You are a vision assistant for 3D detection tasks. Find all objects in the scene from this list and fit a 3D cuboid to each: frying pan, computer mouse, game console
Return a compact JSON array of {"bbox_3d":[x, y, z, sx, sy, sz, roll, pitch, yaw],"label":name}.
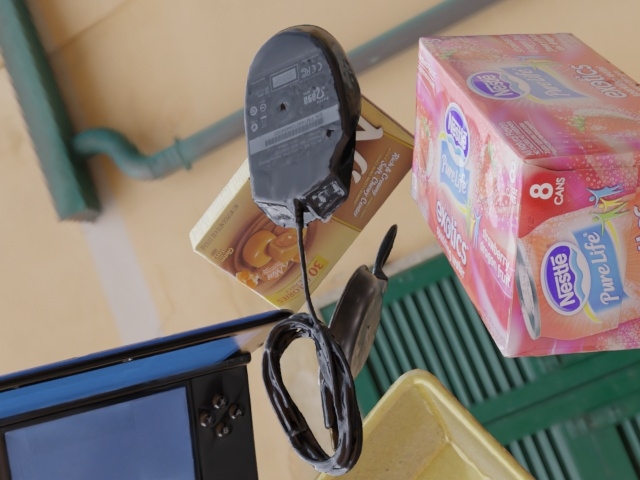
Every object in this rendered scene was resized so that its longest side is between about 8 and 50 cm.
[{"bbox_3d":[0.068,0.114,1.758,0.326,0.053,0.197,-40,-35,-63],"label":"frying pan"},{"bbox_3d":[0.000,0.000,0.602,0.041,0.071,0.242,17,-115,-51],"label":"computer mouse"},{"bbox_3d":[-0.170,0.179,0.970,0.173,0.293,0.250,-150,52,-61],"label":"game console"}]

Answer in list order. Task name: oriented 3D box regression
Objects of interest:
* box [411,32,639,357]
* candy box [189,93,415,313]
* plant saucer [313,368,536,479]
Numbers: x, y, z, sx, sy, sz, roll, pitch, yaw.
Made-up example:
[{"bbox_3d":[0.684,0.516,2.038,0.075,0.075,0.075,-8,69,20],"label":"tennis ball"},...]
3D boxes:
[{"bbox_3d":[0.170,-0.051,0.891,0.300,0.142,0.154,-109,18,-63],"label":"box"},{"bbox_3d":[-0.020,-0.070,1.655,0.183,0.316,0.087,36,-174,-19],"label":"candy box"},{"bbox_3d":[0.097,0.319,0.849,0.333,0.333,0.081,45,-162,22],"label":"plant saucer"}]
